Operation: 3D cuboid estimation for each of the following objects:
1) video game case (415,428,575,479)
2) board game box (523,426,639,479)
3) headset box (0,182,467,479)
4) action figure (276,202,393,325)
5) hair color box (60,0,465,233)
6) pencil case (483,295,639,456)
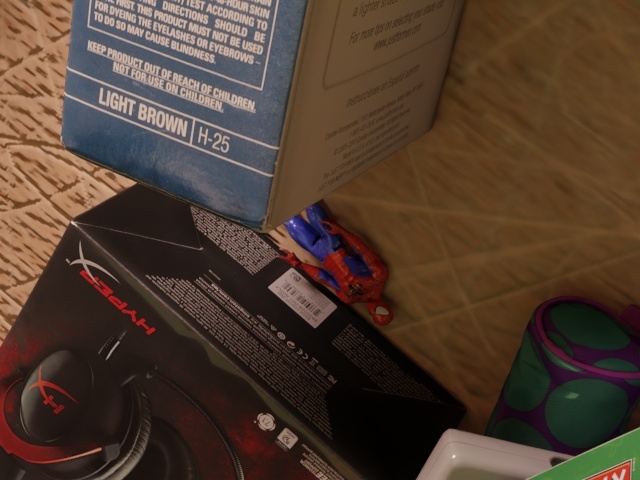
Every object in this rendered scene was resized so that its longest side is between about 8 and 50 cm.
[{"bbox_3d":[0.109,0.191,0.535,0.193,0.023,0.212,15,123,-14],"label":"video game case"},{"bbox_3d":[0.226,0.103,0.357,0.214,0.046,0.317,26,143,-16],"label":"board game box"},{"bbox_3d":[-0.094,0.139,0.629,0.218,0.110,0.293,41,122,6],"label":"headset box"},{"bbox_3d":[0.000,0.000,0.577,0.038,0.030,0.115,-41,90,28],"label":"action figure"},{"bbox_3d":[0.008,-0.195,0.408,0.105,0.174,0.347,23,118,19],"label":"hair color box"},{"bbox_3d":[0.116,0.104,0.537,0.064,0.070,0.151,44,132,42],"label":"pencil case"}]
